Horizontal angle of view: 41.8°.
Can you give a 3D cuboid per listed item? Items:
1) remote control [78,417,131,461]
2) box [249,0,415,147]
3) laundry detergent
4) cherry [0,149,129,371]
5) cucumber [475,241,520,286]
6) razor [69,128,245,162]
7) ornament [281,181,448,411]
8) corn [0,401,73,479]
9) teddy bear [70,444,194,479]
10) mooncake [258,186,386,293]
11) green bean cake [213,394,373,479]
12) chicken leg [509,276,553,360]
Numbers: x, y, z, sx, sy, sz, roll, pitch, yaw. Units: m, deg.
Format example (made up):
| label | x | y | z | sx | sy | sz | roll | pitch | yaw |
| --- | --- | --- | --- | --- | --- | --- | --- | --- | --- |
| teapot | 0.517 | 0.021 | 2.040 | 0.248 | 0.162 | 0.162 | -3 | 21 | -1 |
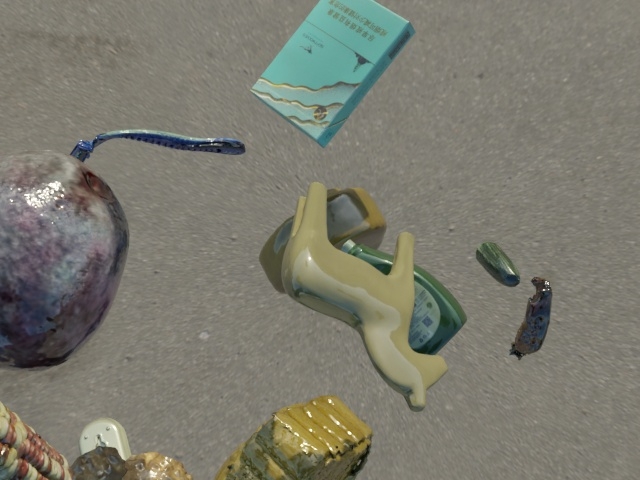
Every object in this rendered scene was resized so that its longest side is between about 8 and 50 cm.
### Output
| label | x | y | z | sx | sy | sz | roll | pitch | yaw |
| --- | --- | --- | --- | --- | --- | --- | --- | --- | --- |
| remote control | -0.338 | 0.392 | 1.357 | 0.078 | 0.042 | 0.221 | -20 | 63 | -3 |
| box | 0.016 | -0.279 | 1.312 | 0.162 | 0.041 | 0.229 | 39 | 92 | 28 |
| laundry detergent | 0.105 | 0.086 | 1.257 | 0.211 | 0.063 | 0.137 | 42 | 113 | 6 |
| cherry | -0.257 | 0.013 | 0.731 | 0.195 | 0.195 | 0.195 | 0 | 89 | 2 |
| cucumber | 0.316 | 0.048 | 1.473 | 0.048 | 0.105 | 0.048 | -10 | 125 | -15 |
| razor | -0.285 | -0.173 | 1.500 | 0.324 | 0.093 | 0.056 | -6 | 79 | -29 |
| ornament | 0.058 | 0.071 | 1.006 | 0.230 | 0.061 | 0.245 | 27 | 45 | -18 |
| corn | -0.241 | 0.141 | 0.578 | 0.079 | 0.237 | 0.080 | -6 | 50 | 8 |
| teddy bear | -0.215 | 0.327 | 0.842 | 0.222 | 0.296 | 0.246 | 6 | 90 | 44 |
| mooncake | 0.000 | 0.000 | 1.473 | 0.234 | 0.235 | 0.117 | -29 | 78 | 1 |
| green bean cake | -0.049 | 0.345 | 1.237 | 0.131 | 0.229 | 0.224 | 42 | 106 | 22 |
| chicken leg | 0.412 | 0.174 | 1.651 | 0.051 | 0.253 | 0.106 | 11 | 51 | 5 |
